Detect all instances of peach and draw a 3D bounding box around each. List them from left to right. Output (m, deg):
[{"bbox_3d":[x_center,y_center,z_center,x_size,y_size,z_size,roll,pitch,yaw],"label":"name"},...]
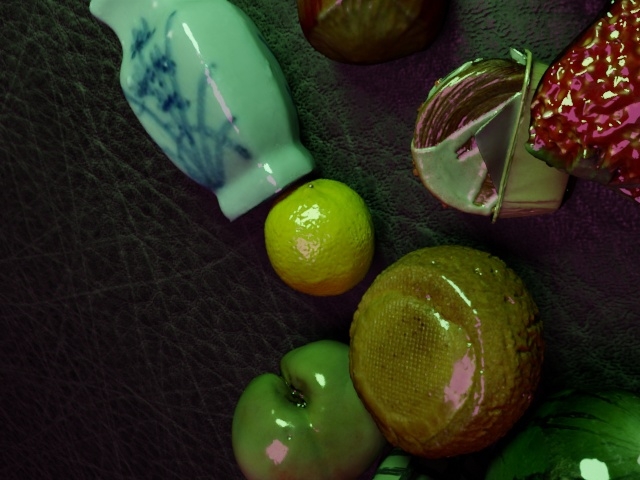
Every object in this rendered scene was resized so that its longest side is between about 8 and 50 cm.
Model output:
[{"bbox_3d":[-0.010,0.319,0.974,0.247,0.292,0.292,24,122,38],"label":"peach"}]

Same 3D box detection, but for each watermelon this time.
[{"bbox_3d":[0.385,0.368,0.744,0.363,0.363,0.363,11,116,25],"label":"watermelon"}]

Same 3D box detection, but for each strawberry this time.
[{"bbox_3d":[0.373,-0.177,0.576,0.234,0.137,0.306,21,116,-16],"label":"strawberry"}]

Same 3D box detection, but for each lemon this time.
[{"bbox_3d":[0.000,0.000,0.897,0.178,0.178,0.203,6,119,27],"label":"lemon"}]

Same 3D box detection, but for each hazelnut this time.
[{"bbox_3d":[0.072,-0.318,0.747,0.202,0.160,0.170,-5,128,-8],"label":"hazelnut"}]

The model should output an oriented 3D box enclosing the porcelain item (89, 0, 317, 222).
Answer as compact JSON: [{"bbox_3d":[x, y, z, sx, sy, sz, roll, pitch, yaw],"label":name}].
[{"bbox_3d":[-0.181,-0.241,0.892,0.243,0.178,0.405,-29,94,35],"label":"porcelain item"}]

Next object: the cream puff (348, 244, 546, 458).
[{"bbox_3d":[0.190,0.153,0.820,0.303,0.212,0.302,-5,84,51],"label":"cream puff"}]

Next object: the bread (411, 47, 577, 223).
[{"bbox_3d":[0.227,-0.133,0.731,0.212,0.142,0.224,8,116,8],"label":"bread"}]

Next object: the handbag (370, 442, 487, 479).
[{"bbox_3d":[0.203,0.476,0.870,0.325,0.327,0.162,48,112,12],"label":"handbag"}]
